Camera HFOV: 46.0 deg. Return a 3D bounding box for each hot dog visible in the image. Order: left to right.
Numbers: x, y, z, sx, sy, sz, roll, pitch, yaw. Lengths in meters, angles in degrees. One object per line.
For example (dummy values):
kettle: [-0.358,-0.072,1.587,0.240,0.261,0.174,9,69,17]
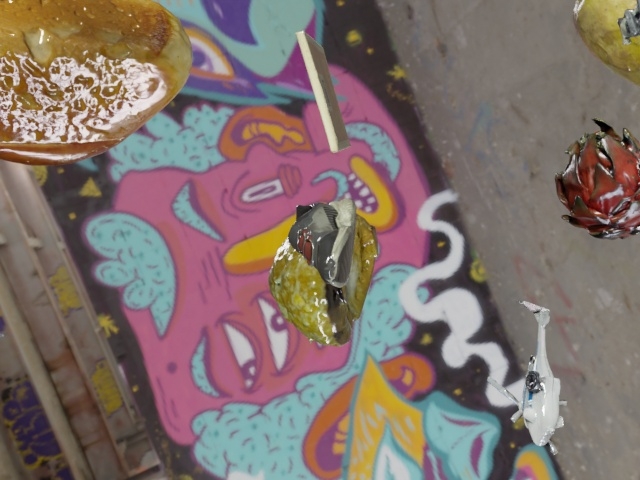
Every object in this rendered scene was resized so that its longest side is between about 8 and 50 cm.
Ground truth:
hot dog: [-0.398,-0.237,1.094,0.185,0.405,0.223,-116,35,-44]

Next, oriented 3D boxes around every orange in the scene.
orange: [0.000,0.084,1.714,0.369,0.210,0.271,-51,-46,-65]

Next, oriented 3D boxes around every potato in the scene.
potato: [0.604,-0.404,1.402,0.266,0.229,0.229,36,168,0]

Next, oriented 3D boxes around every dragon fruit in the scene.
dragon fruit: [0.489,-0.092,1.282,0.188,0.182,0.182,36,165,5]

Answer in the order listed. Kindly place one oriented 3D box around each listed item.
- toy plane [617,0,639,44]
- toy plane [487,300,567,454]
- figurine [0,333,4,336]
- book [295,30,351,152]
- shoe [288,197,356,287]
toy plane: [0.495,-0.365,1.069,0.192,0.088,0.262,-2,119,56]
toy plane: [0.428,0.251,1.434,0.182,0.273,0.107,33,155,-8]
figurine: [-0.486,0.205,0.642,0.248,0.388,0.276,17,164,22]
book: [0.008,-0.216,1.120,0.242,0.018,0.170,-55,-52,-80]
shoe: [0.000,0.000,1.247,0.227,0.112,0.099,-72,-13,-62]
